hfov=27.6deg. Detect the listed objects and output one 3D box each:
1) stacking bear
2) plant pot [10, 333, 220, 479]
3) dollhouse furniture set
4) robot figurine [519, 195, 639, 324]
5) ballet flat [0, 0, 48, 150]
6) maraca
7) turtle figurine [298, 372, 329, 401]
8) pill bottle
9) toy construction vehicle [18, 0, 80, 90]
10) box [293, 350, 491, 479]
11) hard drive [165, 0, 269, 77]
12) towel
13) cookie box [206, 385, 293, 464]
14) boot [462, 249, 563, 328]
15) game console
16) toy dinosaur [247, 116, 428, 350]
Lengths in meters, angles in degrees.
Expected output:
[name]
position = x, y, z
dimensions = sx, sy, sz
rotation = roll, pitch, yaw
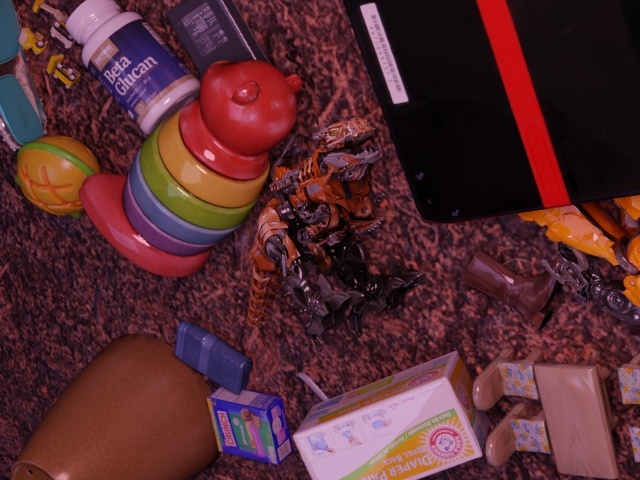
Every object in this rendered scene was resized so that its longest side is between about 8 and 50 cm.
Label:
[stacking bear]
position = -0.131, -0.101, 1.540
dimensions = 0.289, 0.175, 0.164
rotation = -48, 65, 38
[plant pot]
position = -0.305, 0.296, 1.845
dimensions = 0.237, 0.254, 0.237
rotation = 18, 125, 28
[dollhouse furniture set]
position = 0.282, 0.254, 1.436
dimensions = 0.212, 0.161, 0.242
rotation = 0, 114, 38
[robot figurine]
position = 0.284, -0.055, 1.313
dimensions = 0.291, 0.085, 0.211
rotation = 45, 133, 9
[ballet flat]
position = -0.437, -0.236, 1.765
dimensions = 0.077, 0.091, 0.240
rotation = 21, 125, 58
[maraca]
position = -0.360, -0.081, 1.781
dimensions = 0.127, 0.099, 0.186
rotation = 34, 152, -8
[turtle figurine]
position = 0.044, 0.359, 1.655
dimensions = 0.266, 0.198, 0.274
rotation = 13, 126, 27
[pill bottle]
position = -0.233, -0.220, 1.603
dimensions = 0.169, 0.094, 0.094
rotation = 48, 133, 5
[toy construction vehicle]
position = -0.348, -0.259, 1.715
dimensions = 0.098, 0.035, 0.086
rotation = 40, 137, 7
[box]
position = 0.087, 0.225, 1.548
dimensions = 0.203, 0.114, 0.103
rotation = -23, 96, 15
[hard drive]
position = -0.120, -0.234, 1.560
dimensions = 0.094, 0.022, 0.135
rotation = -24, 99, 43
[towel]
position = -0.148, 0.159, 1.800
dimensions = 0.119, 0.029, 0.067
rotation = 30, 130, 21
[cookie box]
position = -0.098, 0.255, 1.809
dimensions = 0.107, 0.040, 0.091
rotation = 7, 119, 35
[boot]
position = 0.214, 0.034, 1.453
dimensions = 0.114, 0.037, 0.106
rotation = 34, 129, 24
[game console]
position = 0.185, -0.207, 1.204
dimensions = 0.342, 0.060, 0.386
rotation = -7, 112, 37
[toy dinosaur]
position = 0.000, 0.000, 1.551
dimensions = 0.218, 0.164, 0.322
rotation = 53, 154, 20
